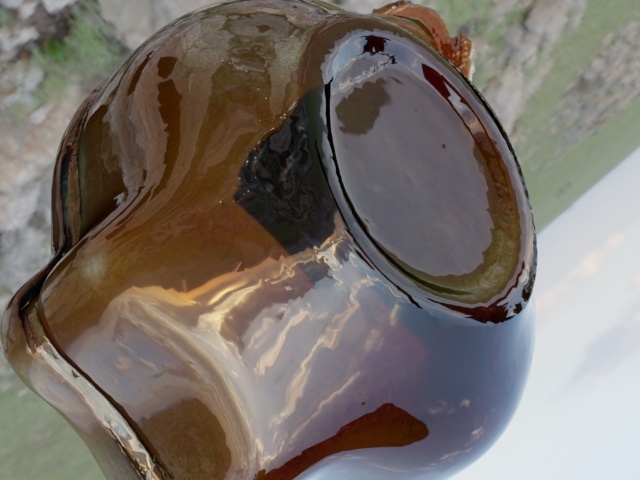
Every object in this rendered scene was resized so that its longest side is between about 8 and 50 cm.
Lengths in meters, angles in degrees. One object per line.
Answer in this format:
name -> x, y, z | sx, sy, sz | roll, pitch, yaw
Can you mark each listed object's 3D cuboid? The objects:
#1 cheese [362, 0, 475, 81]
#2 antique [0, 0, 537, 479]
cheese -> 0.008, -0.071, 0.847 | 0.329, 0.129, 0.217 | -23, -127, 54
antique -> 0.000, 0.000, 0.462 | 0.129, 0.223, 0.278 | -35, 179, 35
